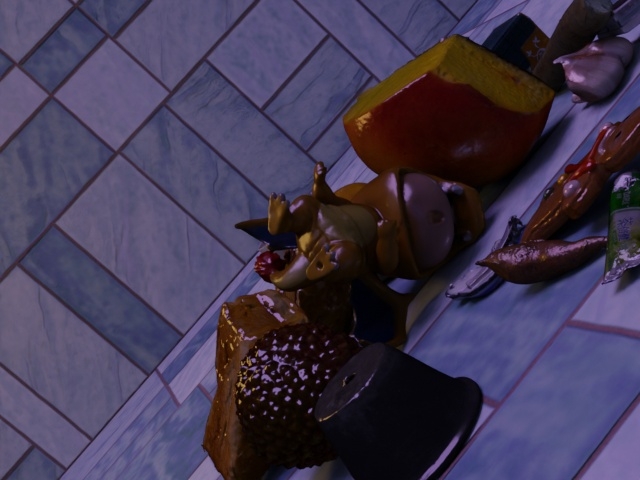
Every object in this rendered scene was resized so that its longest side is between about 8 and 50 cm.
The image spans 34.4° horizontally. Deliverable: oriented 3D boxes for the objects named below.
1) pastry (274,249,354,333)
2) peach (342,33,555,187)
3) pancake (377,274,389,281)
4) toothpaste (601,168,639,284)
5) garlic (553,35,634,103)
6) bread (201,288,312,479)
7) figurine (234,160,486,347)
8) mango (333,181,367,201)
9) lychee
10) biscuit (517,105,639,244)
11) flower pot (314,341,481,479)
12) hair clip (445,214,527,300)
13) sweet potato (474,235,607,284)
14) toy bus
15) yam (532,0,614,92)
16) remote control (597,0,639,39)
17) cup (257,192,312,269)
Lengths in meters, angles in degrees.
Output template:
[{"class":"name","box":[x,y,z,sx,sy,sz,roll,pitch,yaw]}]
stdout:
[{"class":"pastry","box":[-0.004,0.126,2.114,0.237,0.170,0.256,-120,41,-63]},{"class":"peach","box":[0.255,-0.223,2.018,0.380,0.306,0.242,-25,29,35]},{"class":"pancake","box":[0.186,-0.040,2.283,0.382,0.071,0.382,-47,12,14]},{"class":"toothpaste","box":[0.413,-0.028,1.377,0.078,0.047,0.248,-34,18,34]},{"class":"garlic","box":[0.517,-0.323,1.929,0.124,0.099,0.174,-2,42,49]},{"class":"bread","box":[-0.111,0.266,1.860,0.195,0.149,0.344,47,133,53]},{"class":"figurine","box":[0.071,-0.016,1.906,0.387,0.401,0.268,-14,-56,-41]},{"class":"mango","box":[0.075,-0.046,2.254,0.176,0.119,0.317,-49,15,-6]},{"class":"lychee","box":[-0.017,0.246,1.629,0.271,0.236,0.236,-5,41,54]},{"class":"biscuit","box":[0.400,-0.104,1.552,0.205,0.049,0.324,-53,2,-32]},{"class":"flower pot","box":[0.089,0.236,1.424,0.235,0.148,0.235,-44,10,10]},{"class":"hair clip","box":[0.277,0.036,1.689,0.172,0.049,0.116,-51,6,-3]},{"class":"sweet potato","box":[0.331,0.027,1.486,0.226,0.068,0.068,-12,33,42]},{"class":"toy bus","box":[0.405,-0.365,2.335,0.275,0.167,0.138,-52,11,-21]},{"class":"yam","box":[0.490,-0.390,2.042,0.083,0.083,0.371,-50,-6,-13]},{"class":"remote control","box":[0.650,-0.490,1.984,0.277,0.055,0.103,-38,9,-6]},{"class":"cup","box":[0.000,0.000,2.468,0.241,0.226,0.185,-51,9,-26]}]
